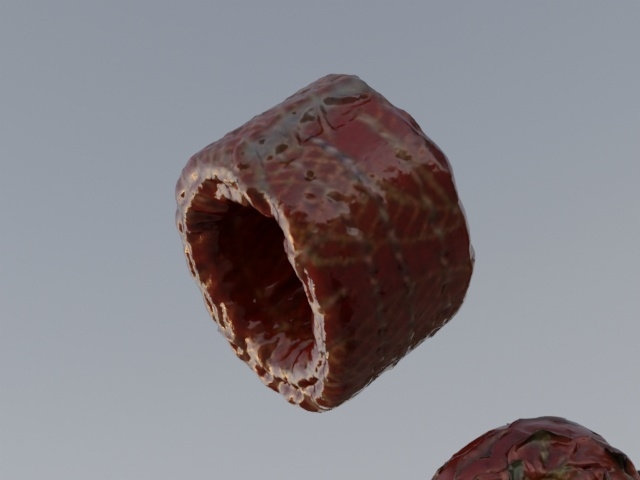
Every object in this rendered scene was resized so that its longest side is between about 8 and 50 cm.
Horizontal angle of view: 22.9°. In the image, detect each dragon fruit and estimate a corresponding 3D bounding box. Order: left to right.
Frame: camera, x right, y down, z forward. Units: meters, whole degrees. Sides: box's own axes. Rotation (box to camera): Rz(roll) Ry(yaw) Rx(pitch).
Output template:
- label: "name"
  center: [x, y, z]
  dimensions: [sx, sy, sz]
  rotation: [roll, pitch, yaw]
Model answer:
- label: "dragon fruit"
  center: [0.204, 0.275, 1.471]
  dimensions: [0.241, 0.241, 0.252]
  rotation: [-1, -15, -32]

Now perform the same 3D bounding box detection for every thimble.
- label: "thimble"
  center: [0.000, 0.000, 1.812]
  dimensions: [0.230, 0.350, 0.350]
  rotation: [-32, -25, -28]
